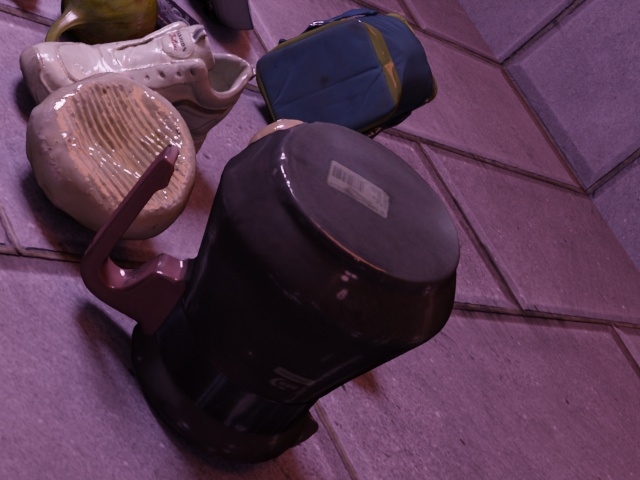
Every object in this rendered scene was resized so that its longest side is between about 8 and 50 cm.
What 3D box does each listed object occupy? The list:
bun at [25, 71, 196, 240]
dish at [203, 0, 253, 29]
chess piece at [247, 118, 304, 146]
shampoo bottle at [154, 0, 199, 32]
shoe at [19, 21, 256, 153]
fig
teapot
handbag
[{"bbox_3d":[-0.266,-0.097,1.694,0.231,0.133,0.231,17,57,-27],"label":"bun"},{"bbox_3d":[-0.204,-0.498,2.387,0.273,0.134,0.273,169,-90,-89],"label":"dish"},{"bbox_3d":[0.000,0.000,2.051,0.117,0.117,0.397,19,41,-49],"label":"chess piece"},{"bbox_3d":[-0.273,-0.358,2.146,0.309,0.071,0.098,41,23,-24],"label":"shampoo bottle"},{"bbox_3d":[-0.240,-0.231,1.841,0.342,0.210,0.132,18,40,-50],"label":"shoe"},{"bbox_3d":[-0.339,-0.318,1.954,0.149,0.149,0.245,49,43,-1],"label":"fig"},{"bbox_3d":[-0.069,0.053,1.550,0.376,0.361,0.305,31,32,-12],"label":"teapot"},{"bbox_3d":[0.047,-0.278,2.341,0.222,0.263,0.241,64,22,-2],"label":"handbag"}]
